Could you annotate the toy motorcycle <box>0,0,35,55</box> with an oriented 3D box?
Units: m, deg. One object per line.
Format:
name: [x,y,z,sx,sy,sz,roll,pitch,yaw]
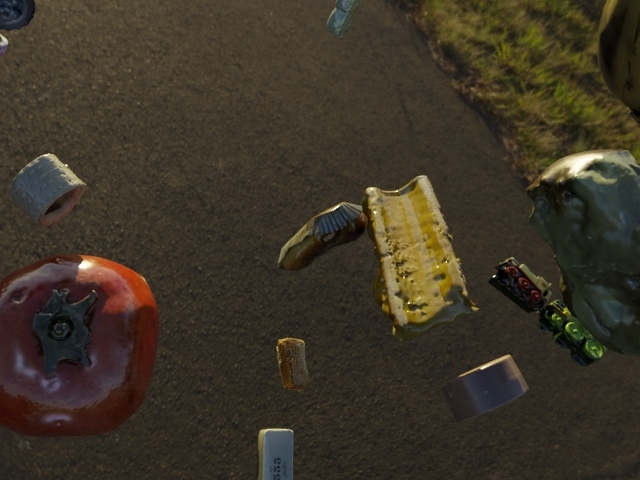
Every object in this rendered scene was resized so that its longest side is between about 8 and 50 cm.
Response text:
toy motorcycle: [-0.533,-0.286,0.750,0.239,0.204,0.108,13,46,-29]

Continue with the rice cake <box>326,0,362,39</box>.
rice cake: [0.054,-0.424,0.963,0.043,0.127,0.237,22,27,-7]

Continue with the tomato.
tomato: [-0.449,0.191,1.024,0.293,0.290,0.325,0,67,-17]

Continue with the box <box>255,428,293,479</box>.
box: [-0.112,0.530,1.306,0.071,0.259,0.168,3,69,-10]

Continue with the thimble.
thimble: [-0.511,-0.094,1.037,0.090,0.102,0.115,44,82,0]

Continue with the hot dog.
hot dog: [0.000,0.000,1.220,0.163,0.270,0.082,-26,83,-32]

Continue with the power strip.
power strip: [0.312,0.281,1.057,0.154,0.154,0.078,-13,69,-32]

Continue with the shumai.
shumai: [0.457,-0.006,0.900,0.263,0.309,0.304,36,64,-13]

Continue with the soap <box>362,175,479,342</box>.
soap: [0.185,0.101,1.054,0.169,0.304,0.338,-14,46,7]

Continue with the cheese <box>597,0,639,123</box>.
cheese: [0.398,-0.264,0.596,0.128,0.316,0.259,33,62,27]

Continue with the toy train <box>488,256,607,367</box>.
toy train: [0.426,0.129,1.043,0.250,0.053,0.085,45,52,7]

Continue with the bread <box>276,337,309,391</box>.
bread: [-0.068,0.306,1.381,0.074,0.053,0.132,12,56,-42]
